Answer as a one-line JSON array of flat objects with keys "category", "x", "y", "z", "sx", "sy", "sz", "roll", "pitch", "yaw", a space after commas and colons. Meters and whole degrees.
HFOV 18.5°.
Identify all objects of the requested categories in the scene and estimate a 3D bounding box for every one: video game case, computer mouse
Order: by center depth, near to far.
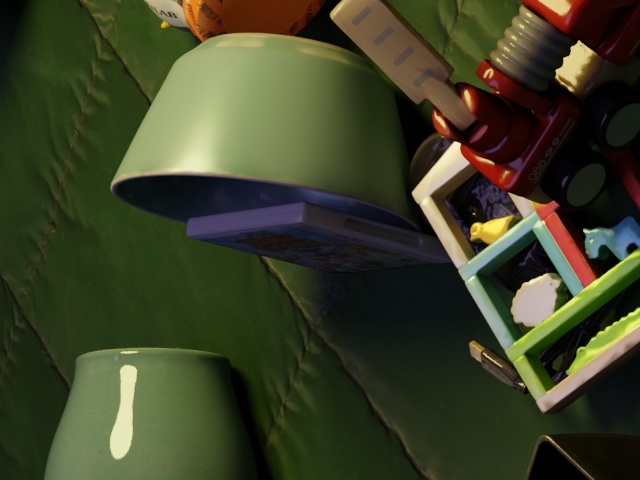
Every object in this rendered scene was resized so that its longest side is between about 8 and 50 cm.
[{"category": "computer mouse", "x": 0.174, "y": 0.024, "z": 1.841, "sx": 0.262, "sy": 0.060, "sz": 0.184, "roll": 37, "pitch": 116, "yaw": 31}, {"category": "video game case", "x": 0.000, "y": 0.000, "z": 1.972, "sx": 0.212, "sy": 0.193, "sz": 0.023, "roll": -6, "pitch": 73, "yaw": 55}]

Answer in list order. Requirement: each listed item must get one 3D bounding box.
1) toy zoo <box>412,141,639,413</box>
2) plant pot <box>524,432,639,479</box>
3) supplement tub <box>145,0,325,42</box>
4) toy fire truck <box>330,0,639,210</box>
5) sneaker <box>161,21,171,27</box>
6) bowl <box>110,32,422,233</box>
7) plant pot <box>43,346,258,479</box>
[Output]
[{"category": "toy zoo", "x": 0.202, "y": -0.018, "z": 1.754, "sx": 0.192, "sy": 0.030, "sz": 0.293, "roll": -40, "pitch": 65, "yaw": 24}, {"category": "plant pot", "x": 0.281, "y": 0.273, "z": 1.668, "sx": 0.188, "sy": 0.167, "sz": 0.187, "roll": 42, "pitch": 130, "yaw": 40}, {"category": "supplement tub", "x": -0.137, "y": -0.359, "z": 2.057, "sx": 0.338, "sy": 0.207, "sz": 0.207, "roll": 54, "pitch": 137, "yaw": 33}, {"category": "toy fire truck", "x": 0.156, "y": -0.164, "z": 1.628, "sx": 0.158, "sy": 0.246, "sz": 0.217, "roll": 45, "pitch": 109, "yaw": 39}, {"category": "sneaker", "x": -0.189, "y": -0.318, "z": 2.260, "sx": 0.175, "sy": 0.067, "sz": 0.064, "roll": 59, "pitch": 142, "yaw": 29}, {"category": "bowl", "x": -0.043, "y": -0.104, "z": 1.955, "sx": 0.311, "sy": 0.311, "sz": 0.163, "roll": -8, "pitch": 71, "yaw": 55}, {"category": "plant pot", "x": -0.193, "y": 0.259, "z": 2.266, "sx": 0.272, "sy": 0.272, "sz": 0.255, "roll": -17, "pitch": 69, "yaw": 55}]
